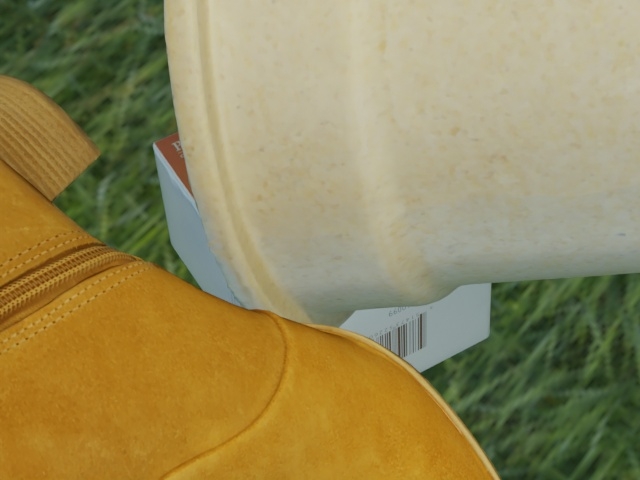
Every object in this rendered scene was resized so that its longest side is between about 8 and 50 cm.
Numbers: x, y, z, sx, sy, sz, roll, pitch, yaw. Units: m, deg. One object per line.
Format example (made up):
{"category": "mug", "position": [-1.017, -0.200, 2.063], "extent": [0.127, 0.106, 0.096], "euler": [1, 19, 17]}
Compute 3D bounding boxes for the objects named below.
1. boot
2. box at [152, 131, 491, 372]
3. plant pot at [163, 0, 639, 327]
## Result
{"category": "boot", "position": [-0.060, 0.079, 0.491], "extent": [0.295, 0.211, 0.104], "euler": [43, 116, -7]}
{"category": "box", "position": [0.000, 0.000, 0.926], "extent": [0.170, 0.130, 0.091], "euler": [52, 159, 35]}
{"category": "plant pot", "position": [0.142, -0.117, 0.639], "extent": [0.305, 0.334, 0.334], "euler": [3, 132, 18]}
